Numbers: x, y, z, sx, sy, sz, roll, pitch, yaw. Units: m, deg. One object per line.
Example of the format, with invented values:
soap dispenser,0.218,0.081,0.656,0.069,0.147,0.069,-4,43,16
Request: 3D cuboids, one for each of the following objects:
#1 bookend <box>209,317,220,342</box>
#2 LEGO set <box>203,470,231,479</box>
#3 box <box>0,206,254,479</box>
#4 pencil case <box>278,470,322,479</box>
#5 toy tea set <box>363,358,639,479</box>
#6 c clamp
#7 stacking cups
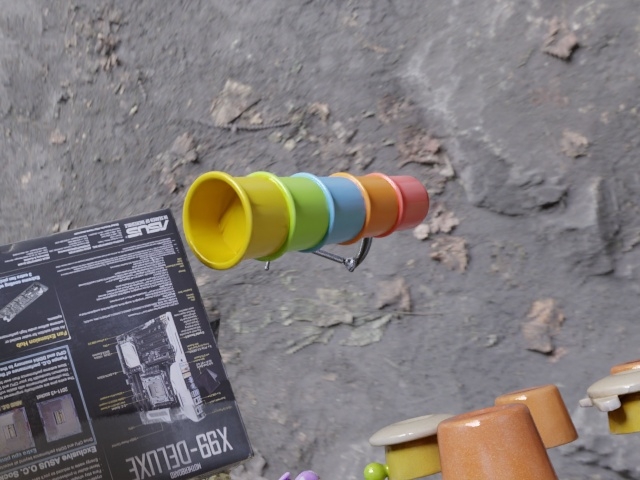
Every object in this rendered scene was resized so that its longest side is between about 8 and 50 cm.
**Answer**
bookend,-0.213,0.119,1.081,0.156,0.157,0.072,10,98,17
LEGO set,-0.063,0.280,0.877,0.087,0.227,0.093,18,119,-14
box,-0.239,0.122,0.840,0.307,0.076,0.243,-15,75,-25
pencil case,0.054,0.224,0.651,0.206,0.088,0.086,22,39,15
toy tea set,0.216,0.188,0.850,0.336,0.200,0.124,-11,82,-16
c clamp,0.000,0.000,1.414,0.160,0.022,0.137,15,63,-18
stacking cups,-0.001,-0.038,1.048,0.316,0.096,0.096,-11,88,-50
